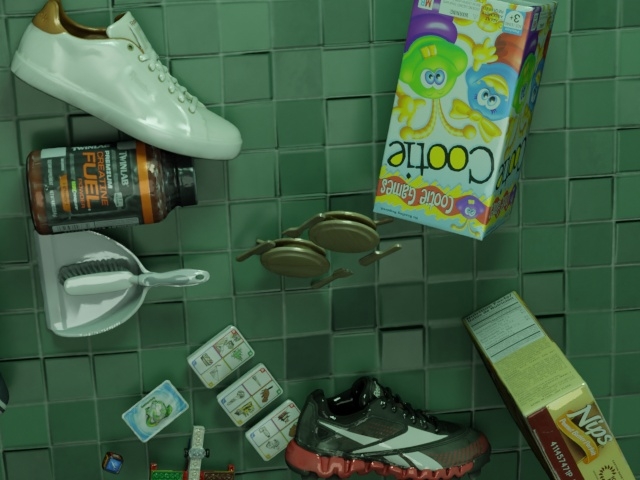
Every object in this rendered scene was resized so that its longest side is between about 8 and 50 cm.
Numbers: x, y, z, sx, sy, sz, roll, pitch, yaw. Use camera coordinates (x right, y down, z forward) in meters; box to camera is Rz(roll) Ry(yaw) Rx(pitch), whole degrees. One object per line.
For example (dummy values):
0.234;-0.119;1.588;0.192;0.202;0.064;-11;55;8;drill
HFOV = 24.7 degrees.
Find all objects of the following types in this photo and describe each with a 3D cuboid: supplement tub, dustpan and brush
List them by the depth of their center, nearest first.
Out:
-0.248;-0.067;1.756;0.198;0.106;0.106;-7;108;-5;supplement tub
-0.244;0.047;1.815;0.211;0.060;0.147;-6;108;-5;dustpan and brush

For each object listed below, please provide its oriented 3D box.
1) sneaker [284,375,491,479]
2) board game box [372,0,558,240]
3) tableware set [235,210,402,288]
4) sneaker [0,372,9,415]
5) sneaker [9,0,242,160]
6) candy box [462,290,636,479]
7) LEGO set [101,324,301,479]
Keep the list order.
0.095;0.246;1.901;0.276;0.097;0.135;4;104;-11;sneaker
0.172;-0.159;1.737;0.144;0.142;0.275;15;107;17;board game box
0.000;0.000;1.787;0.128;0.194;0.039;21;62;-29;tableware set
-0.445;0.077;1.763;0.127;0.126;0.321;-41;124;-17;sneaker
-0.210;-0.191;1.720;0.290;0.106;0.123;24;105;-12;sneaker
0.280;0.204;1.796;0.087;0.316;0.183;-28;109;1;candy box
-0.162;0.248;1.907;0.244;0.060;0.182;-39;108;-7;LEGO set
